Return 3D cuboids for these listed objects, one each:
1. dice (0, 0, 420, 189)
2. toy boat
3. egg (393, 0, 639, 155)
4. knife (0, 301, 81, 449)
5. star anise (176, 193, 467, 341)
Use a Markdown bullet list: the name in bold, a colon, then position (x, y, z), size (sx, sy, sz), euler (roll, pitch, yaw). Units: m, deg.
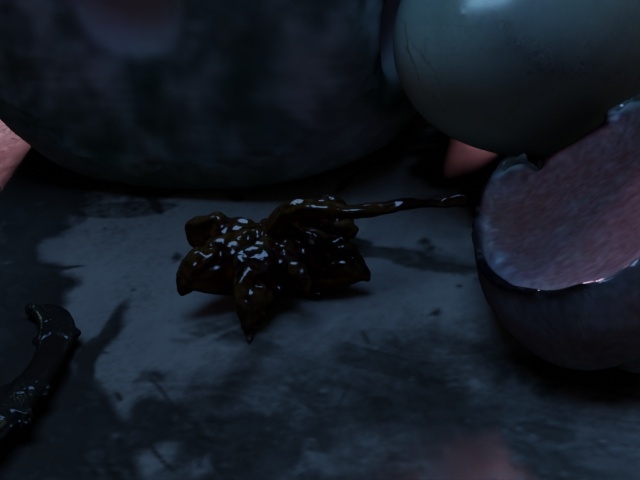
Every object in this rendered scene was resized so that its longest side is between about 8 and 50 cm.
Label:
- **dice**: position (-0.076, -0.255, 1.227), size (0.330, 0.328, 0.348), euler (5, 33, 21)
- **toy boat**: position (0.172, 0.005, 0.982), size (0.155, 0.085, 0.227), euler (-24, 24, 14)
- **egg**: position (0.151, -0.148, 1.124), size (0.183, 0.183, 0.264), euler (14, 25, 33)
- **knife**: position (-0.178, 0.095, 0.975), size (0.045, 0.021, 0.222), euler (-4, 27, 7)
- **star anise**: position (0.000, 0.000, 1.044), size (0.190, 0.070, 0.097), euler (-11, 29, -8)
